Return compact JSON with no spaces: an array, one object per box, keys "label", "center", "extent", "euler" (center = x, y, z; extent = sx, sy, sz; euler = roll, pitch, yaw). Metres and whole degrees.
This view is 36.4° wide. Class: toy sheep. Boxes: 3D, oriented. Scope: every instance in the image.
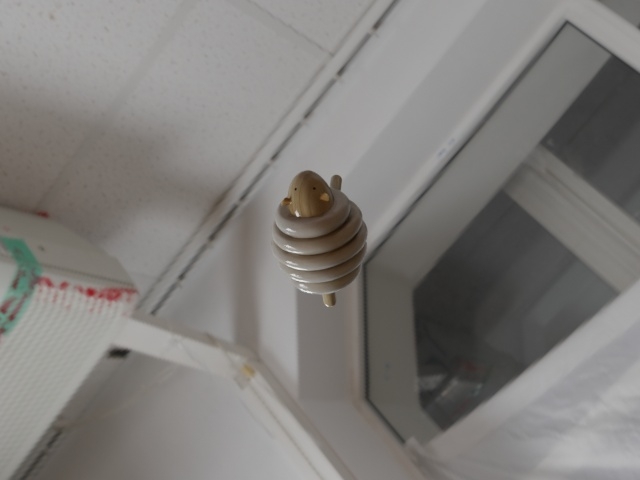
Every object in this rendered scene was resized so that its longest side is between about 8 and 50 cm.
[{"label":"toy sheep","center":[0.000,0.000,0.822],"extent":[0.091,0.091,0.132],"euler":[-30,-56,-20]}]
